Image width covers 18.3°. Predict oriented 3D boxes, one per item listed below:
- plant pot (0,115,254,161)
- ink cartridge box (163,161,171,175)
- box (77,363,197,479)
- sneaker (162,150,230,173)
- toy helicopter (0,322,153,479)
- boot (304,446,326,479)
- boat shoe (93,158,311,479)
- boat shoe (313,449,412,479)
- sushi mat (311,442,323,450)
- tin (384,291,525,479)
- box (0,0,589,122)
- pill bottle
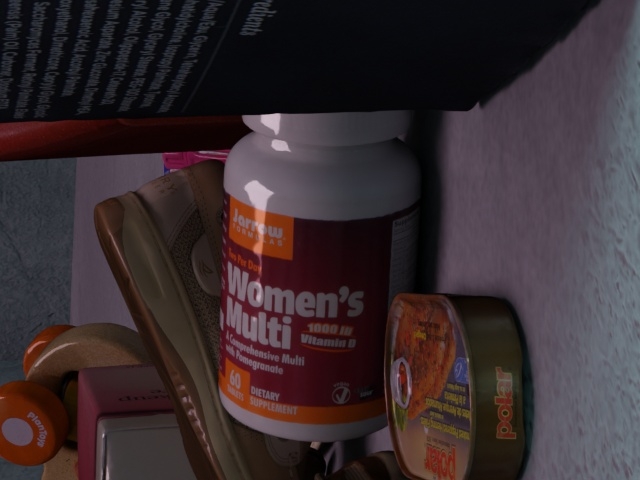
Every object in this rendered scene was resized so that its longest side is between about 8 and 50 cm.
[{"bbox_3d":[-0.097,-0.181,1.375,0.236,0.267,0.267,-162,69,-63],"label":"plant pot"},{"bbox_3d":[-0.104,-0.062,1.851,0.303,0.072,0.307,169,101,-80],"label":"ink cartridge box"},{"bbox_3d":[-0.123,0.188,1.676,0.232,0.148,0.127,-145,54,-75],"label":"box"},{"bbox_3d":[-0.069,-0.119,1.611,0.103,0.111,0.252,16,134,37],"label":"sneaker"},{"bbox_3d":[-0.158,0.237,1.939,0.140,0.235,0.355,-61,-45,-60],"label":"toy helicopter"},{"bbox_3d":[-0.007,0.225,1.483,0.106,0.037,0.114,81,-179,-51],"label":"boot"},{"bbox_3d":[-0.045,0.111,1.394,0.341,0.110,0.121,68,167,-12],"label":"boat shoe"},{"bbox_3d":[0.009,0.189,1.192,0.324,0.120,0.122,147,121,-76],"label":"boat shoe"},{"bbox_3d":[-0.020,0.112,1.578,0.316,0.019,0.151,114,150,-65],"label":"sushi mat"},{"bbox_3d":[0.071,0.082,1.081,0.190,0.040,0.106,180,92,-79],"label":"tin"},{"bbox_3d":[-0.135,-0.315,0.935,0.297,0.472,0.480,131,135,-75],"label":"box"},{"bbox_3d":[0.000,0.000,1.202,0.121,0.121,0.221,-119,29,-66],"label":"pill bottle"}]
